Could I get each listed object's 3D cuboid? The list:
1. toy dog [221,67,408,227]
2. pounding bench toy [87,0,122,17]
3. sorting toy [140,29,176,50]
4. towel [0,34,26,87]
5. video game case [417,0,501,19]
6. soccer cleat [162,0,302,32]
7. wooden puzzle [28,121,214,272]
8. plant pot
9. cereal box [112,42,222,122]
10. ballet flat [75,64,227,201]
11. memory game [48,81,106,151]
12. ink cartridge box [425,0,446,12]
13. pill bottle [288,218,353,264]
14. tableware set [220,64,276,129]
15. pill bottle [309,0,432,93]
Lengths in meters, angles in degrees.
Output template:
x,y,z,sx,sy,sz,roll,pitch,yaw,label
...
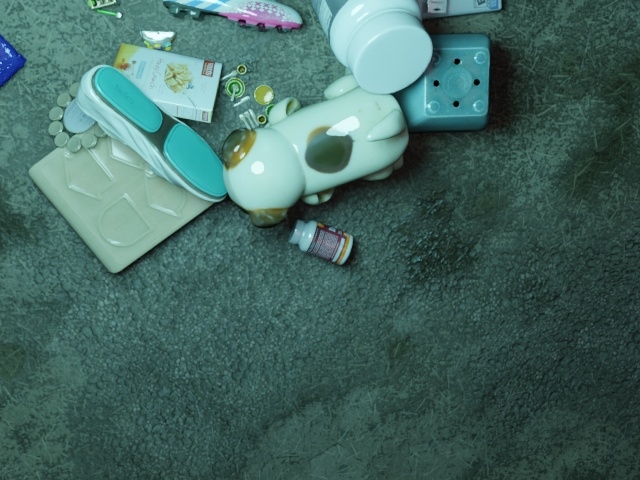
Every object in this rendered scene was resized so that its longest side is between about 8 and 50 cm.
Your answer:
x,y,z,sx,sy,sz,roll,pitch,yaw,label
-0.020,-0.185,1.483,0.408,0.395,0.284,-24,116,-7,toy dog
-0.502,-0.549,1.507,0.065,0.052,0.083,-17,104,-2,pounding bench toy
-0.383,-0.470,1.526,0.083,0.075,0.044,1,102,-6,sorting toy
-0.867,-0.398,1.495,0.308,0.076,0.227,-40,111,3,towel
0.279,-0.707,1.568,0.300,0.036,0.329,-8,104,-4,video game case
-0.199,-0.570,1.504,0.331,0.116,0.143,8,102,-8,soccer cleat
-0.474,-0.138,1.595,0.348,0.080,0.322,-34,104,7,wooden puzzle
0.282,-0.370,1.534,0.247,0.252,0.247,-3,102,-5,plant pot
-0.358,-0.366,1.512,0.240,0.173,0.047,9,143,-8,cereal box
-0.375,-0.225,1.462,0.139,0.139,0.400,-45,120,4,ballet flat
-0.558,-0.293,1.528,0.186,0.012,0.186,-5,73,15,memory game
0.276,-0.586,1.560,0.048,0.028,0.083,-3,102,-5,ink cartridge box
0.000,0.000,1.669,0.152,0.086,0.086,20,100,-11,pill bottle
-0.169,-0.355,1.603,0.104,0.024,0.154,-28,104,0,tableware set
0.097,-0.499,1.413,0.204,0.361,0.204,-14,146,-10,pill bottle
